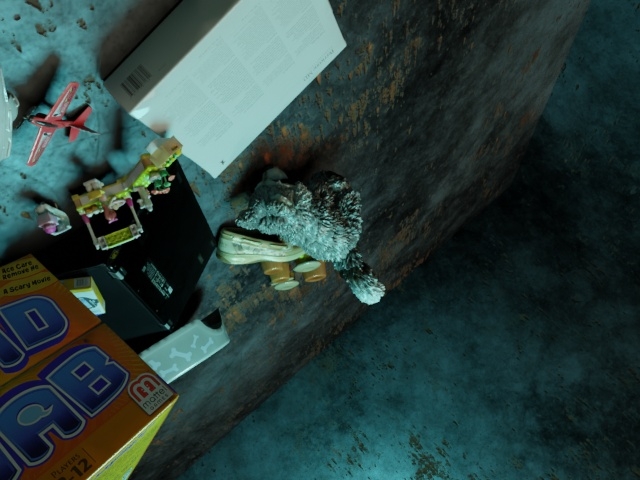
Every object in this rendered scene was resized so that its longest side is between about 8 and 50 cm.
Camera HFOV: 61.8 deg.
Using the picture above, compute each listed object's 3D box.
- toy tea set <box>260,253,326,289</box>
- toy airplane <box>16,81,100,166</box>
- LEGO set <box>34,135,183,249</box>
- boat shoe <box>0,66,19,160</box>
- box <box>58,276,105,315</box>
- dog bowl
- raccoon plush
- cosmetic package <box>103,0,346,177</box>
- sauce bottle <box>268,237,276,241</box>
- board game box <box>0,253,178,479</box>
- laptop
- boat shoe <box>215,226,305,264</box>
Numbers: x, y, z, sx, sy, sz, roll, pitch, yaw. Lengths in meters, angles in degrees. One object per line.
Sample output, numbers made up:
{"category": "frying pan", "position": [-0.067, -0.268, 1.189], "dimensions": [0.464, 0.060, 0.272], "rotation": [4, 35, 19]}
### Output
{"category": "toy tea set", "position": [-0.092, 0.059, 1.716], "dimensions": [0.200, 0.124, 0.336], "rotation": [-14, 162, 3]}
{"category": "toy airplane", "position": [-0.395, -0.180, 0.816], "dimensions": [0.151, 0.028, 0.151], "rotation": [-50, 170, -12]}
{"category": "LEGO set", "position": [-0.336, -0.068, 0.934], "dimensions": [0.287, 0.107, 0.132], "rotation": [-25, 174, 9]}
{"category": "boat shoe", "position": [-0.446, -0.176, 0.728], "dimensions": [0.063, 0.066, 0.184], "rotation": [-39, 159, -51]}
{"category": "box", "position": [-0.460, 0.112, 1.010], "dimensions": [0.081, 0.028, 0.136], "rotation": [-6, 154, -13]}
{"category": "dog bowl", "position": [-0.400, 0.314, 1.439], "dimensions": [0.349, 0.102, 0.349], "rotation": [-33, 177, -2]}
{"category": "raccoon plush", "position": [0.000, 0.000, 1.357], "dimensions": [0.216, 0.446, 0.299], "rotation": [-43, 175, 33]}
{"category": "cosmetic package", "position": [-0.146, -0.316, 0.948], "dimensions": [0.377, 0.097, 0.284], "rotation": [-45, 156, 1]}
{"category": "sauce bottle", "position": [-0.157, 0.001, 1.553], "dimensions": [0.128, 0.042, 0.042], "rotation": [-36, 156, -16]}
{"category": "board game box", "position": [-0.518, 0.316, 0.839], "dimensions": [0.356, 0.356, 0.356], "rotation": [-39, 167, -53]}
{"category": "laptop", "position": [-0.454, 0.056, 1.173], "dimensions": [0.382, 0.236, 0.408], "rotation": [85, 25, -63]}
{"category": "boat shoe", "position": [-0.145, 0.003, 1.458], "dimensions": [0.285, 0.104, 0.089], "rotation": [-8, 117, -40]}
